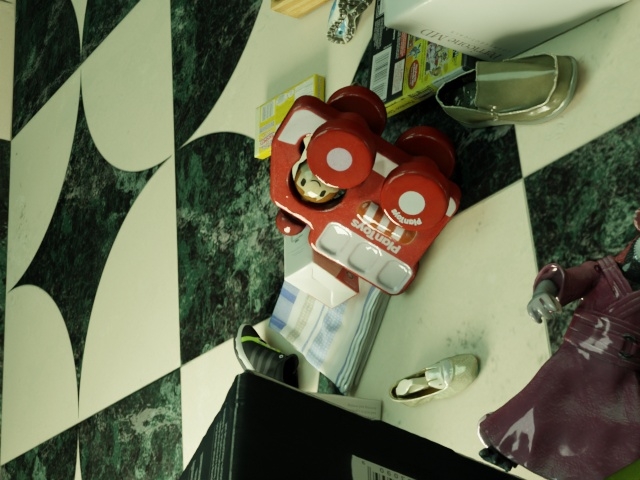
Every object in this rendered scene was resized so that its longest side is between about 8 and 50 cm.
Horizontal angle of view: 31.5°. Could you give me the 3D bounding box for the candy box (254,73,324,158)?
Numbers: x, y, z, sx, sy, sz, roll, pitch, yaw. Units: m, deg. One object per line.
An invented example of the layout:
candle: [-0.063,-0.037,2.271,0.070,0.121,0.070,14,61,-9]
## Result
candy box: [-0.061,-0.233,2.154,0.206,0.027,0.105,-20,66,52]

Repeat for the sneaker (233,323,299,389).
sneaker: [-0.078,0.227,2.020,0.097,0.084,0.235,-38,47,12]

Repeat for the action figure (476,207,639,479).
action figure: [0.356,0.136,1.368,0.276,0.248,0.370,46,-112,-81]

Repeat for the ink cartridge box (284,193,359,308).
ink cartridge box: [0.000,0.000,1.883,0.067,0.115,0.198,-31,41,30]

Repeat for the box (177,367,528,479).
box: [0.011,0.486,1.377,0.472,0.480,0.297,-60,15,28]

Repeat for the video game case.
video game case: [0.169,-0.351,1.829,0.248,0.035,0.275,-21,56,51]

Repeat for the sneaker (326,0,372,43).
sneaker: [0.048,-0.430,2.016,0.162,0.063,0.073,123,151,-43]

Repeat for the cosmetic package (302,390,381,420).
cosmetic package: [-0.010,0.336,1.800,0.151,0.151,0.184,-9,72,54]

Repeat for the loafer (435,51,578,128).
loafer: [0.261,-0.213,1.630,0.251,0.087,0.094,-13,70,53]

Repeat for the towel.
towel: [0.010,0.113,1.944,0.285,0.034,0.209,36,109,54]

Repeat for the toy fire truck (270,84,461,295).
toy fire truck: [0.053,-0.071,1.719,0.254,0.302,0.169,-56,8,30]

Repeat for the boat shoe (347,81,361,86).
boat shoe: [0.060,-0.216,1.954,0.045,0.050,0.135,-47,45,45]

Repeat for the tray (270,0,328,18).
tray: [0.056,-0.566,2.047,0.411,0.076,0.203,-16,68,53]

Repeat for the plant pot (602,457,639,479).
plant pot: [0.435,0.297,1.040,0.353,0.366,0.366,-48,43,20]

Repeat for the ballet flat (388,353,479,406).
ballet flat: [0.163,0.210,1.676,0.168,0.052,0.057,-36,52,44]

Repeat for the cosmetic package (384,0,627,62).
cosmetic package: [0.308,-0.405,1.498,0.453,0.230,0.161,-21,64,52]
